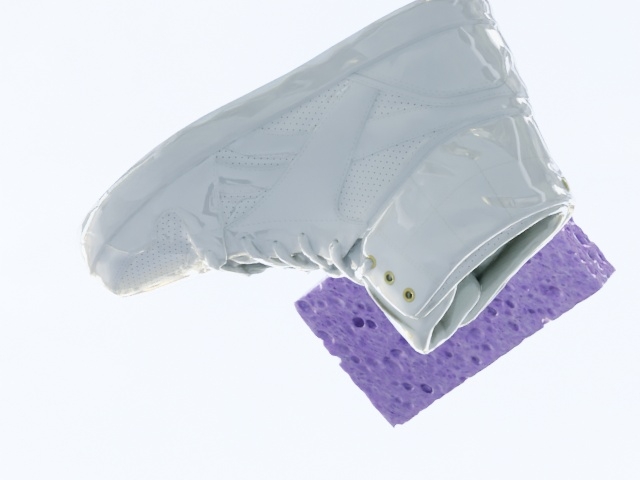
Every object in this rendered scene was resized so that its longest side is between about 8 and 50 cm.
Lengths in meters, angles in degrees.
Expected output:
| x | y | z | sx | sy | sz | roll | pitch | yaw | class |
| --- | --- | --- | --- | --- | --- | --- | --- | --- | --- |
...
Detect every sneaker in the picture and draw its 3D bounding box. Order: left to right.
| x | y | z | sx | sy | sz | roll | pitch | yaw | class |
| --- | --- | --- | --- | --- | --- | --- | --- | --- | --- |
| 0.000 | 0.000 | 1.038 | 0.292 | 0.108 | 0.169 | -31 | -109 | 20 | sneaker |

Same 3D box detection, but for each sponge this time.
| x | y | z | sx | sy | sz | roll | pitch | yaw | class |
| --- | --- | --- | --- | --- | --- | --- | --- | --- | --- |
| 0.086 | 0.033 | 1.237 | 0.117 | 0.031 | 0.210 | 50 | -53 | -2 | sponge |
